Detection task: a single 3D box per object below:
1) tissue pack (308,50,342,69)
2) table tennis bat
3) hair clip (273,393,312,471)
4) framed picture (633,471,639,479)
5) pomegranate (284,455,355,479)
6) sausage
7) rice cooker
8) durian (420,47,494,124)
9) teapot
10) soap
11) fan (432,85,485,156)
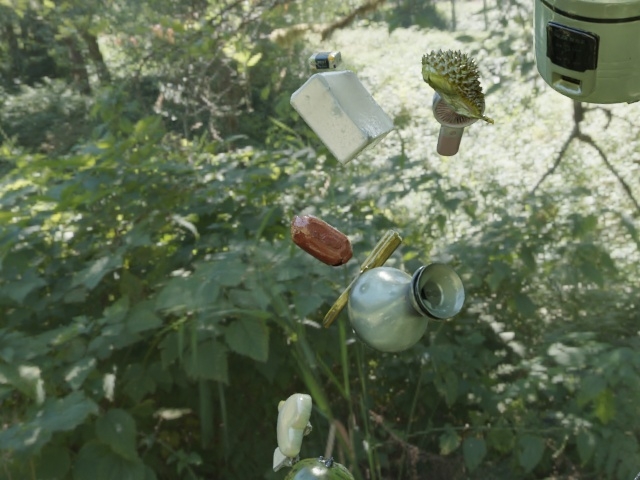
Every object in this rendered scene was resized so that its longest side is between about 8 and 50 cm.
[{"bbox_3d":[0.014,-0.524,1.862,0.083,0.042,0.062,3,34,23],"label":"tissue pack"},{"bbox_3d":[0.109,0.107,1.709,0.050,0.321,0.198,37,8,9],"label":"table tennis bat"},{"bbox_3d":[-0.057,0.386,1.307,0.071,0.218,0.159,6,38,-13],"label":"hair clip"},{"bbox_3d":[0.707,0.486,1.094,0.244,0.324,0.013,-23,-29,-39],"label":"framed picture"},{"bbox_3d":[-0.008,0.405,0.980,0.122,0.161,0.122,23,18,-8],"label":"pomegranate"},{"bbox_3d":[0.000,0.000,1.277,0.141,0.076,0.076,35,-10,-19],"label":"sausage"},{"bbox_3d":[0.397,-0.321,0.864,0.226,0.226,0.244,-6,-37,11],"label":"rice cooker"},{"bbox_3d":[0.279,-0.308,1.264,0.102,0.208,0.146,-39,-25,10],"label":"durian"},{"bbox_3d":[0.172,0.124,1.276,0.183,0.183,0.251,-10,-12,-28],"label":"teapot"},{"bbox_3d":[0.038,-0.185,0.935,0.064,0.121,0.183,-39,0,23],"label":"soap"},{"bbox_3d":[0.346,-0.309,1.651,0.130,0.074,0.244,1,-37,2],"label":"fan"}]
